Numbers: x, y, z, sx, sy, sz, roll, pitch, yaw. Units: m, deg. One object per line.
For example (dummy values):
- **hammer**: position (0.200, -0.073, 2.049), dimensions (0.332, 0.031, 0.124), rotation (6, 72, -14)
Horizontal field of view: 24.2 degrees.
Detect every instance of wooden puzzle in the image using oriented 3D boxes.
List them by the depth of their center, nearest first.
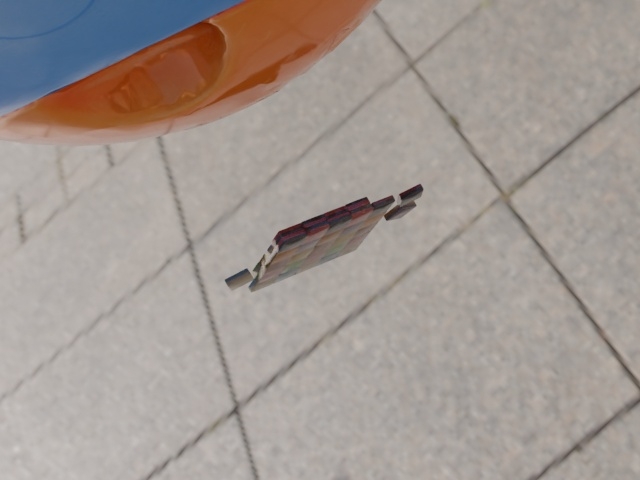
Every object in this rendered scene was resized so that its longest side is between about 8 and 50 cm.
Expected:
- **wooden puzzle**: position (0.000, 0.000, 0.572), dimensions (0.083, 0.006, 0.049), rotation (-22, -15, -26)

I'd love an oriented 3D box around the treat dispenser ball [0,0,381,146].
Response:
- **treat dispenser ball**: position (-0.088, -0.175, 0.501), dimensions (0.288, 0.288, 0.288), rotation (-32, 32, 23)
